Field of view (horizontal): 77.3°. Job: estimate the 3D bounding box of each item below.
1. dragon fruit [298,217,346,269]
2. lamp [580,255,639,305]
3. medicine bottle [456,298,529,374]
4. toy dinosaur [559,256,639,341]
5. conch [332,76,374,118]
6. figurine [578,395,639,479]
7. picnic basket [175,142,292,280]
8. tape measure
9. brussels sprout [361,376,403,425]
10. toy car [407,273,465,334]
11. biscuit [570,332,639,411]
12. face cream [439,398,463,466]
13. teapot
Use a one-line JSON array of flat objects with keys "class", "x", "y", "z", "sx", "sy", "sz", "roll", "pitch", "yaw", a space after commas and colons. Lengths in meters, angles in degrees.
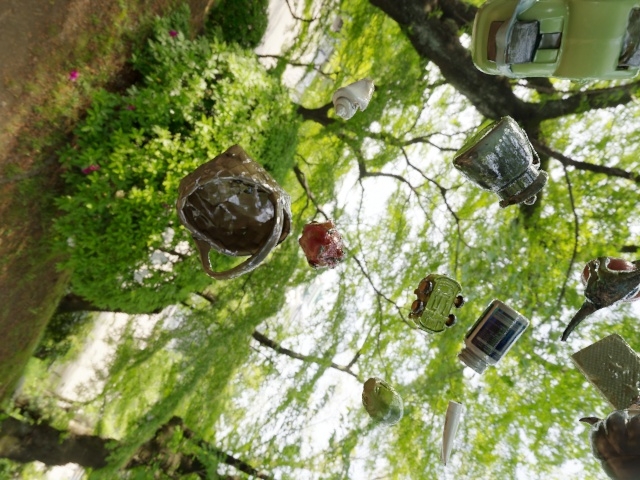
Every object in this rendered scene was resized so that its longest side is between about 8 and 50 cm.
[{"class": "dragon fruit", "x": 0.019, "y": 0.011, "z": 1.593, "sx": 0.198, "sy": 0.200, "sz": 0.269, "roll": -58, "pitch": 175, "yaw": 10}, {"class": "lamp", "x": 0.915, "y": 0.132, "z": 1.252, "sx": 0.140, "sy": 0.182, "sz": 0.182, "roll": -60, "pitch": -174, "yaw": -13}, {"class": "medicine bottle", "x": 0.455, "y": 0.259, "z": 1.070, "sx": 0.191, "sy": 0.107, "sz": 0.107, "roll": -55, "pitch": -173, "yaw": 6}, {"class": "toy dinosaur", "x": 0.654, "y": 0.103, "z": 0.893, "sx": 0.147, "sy": 0.077, "sz": 0.362, "roll": -59, "pitch": 172, "yaw": -37}, {"class": "conch", "x": 0.108, "y": -0.443, "z": 1.247, "sx": 0.176, "sy": 0.094, "sz": 0.104, "roll": -35, "pitch": -168, "yaw": -28}, {"class": "figurine", "x": 0.657, "y": 0.407, "z": 0.801, "sx": 0.175, "sy": 0.265, "sz": 0.197, "roll": -66, "pitch": -148, "yaw": 34}, {"class": "picnic basket", "x": -0.223, "y": -0.037, "z": 1.087, "sx": 0.293, "sy": 0.337, "sz": 0.337, "roll": -28, "pitch": -163, "yaw": 19}, {"class": "tape measure", "x": 0.267, "y": -0.245, "z": 0.459, "sx": 0.200, "sy": 0.176, "sz": 0.106, "roll": -57, "pitch": 148, "yaw": -48}, {"class": "brussels sprout", "x": 0.197, "y": 0.523, "z": 1.292, "sx": 0.117, "sy": 0.155, "sz": 0.155, "roll": -43, "pitch": 179, "yaw": -23}, {"class": "toy car", "x": 0.458, "y": 0.251, "z": 1.637, "sx": 0.247, "sy": 0.201, "sz": 0.142, "roll": -63, "pitch": -162, "yaw": -3}, {"class": "biscuit", "x": 0.823, "y": 0.387, "z": 1.075, "sx": 0.150, "sy": 0.052, "sz": 0.252, "roll": -26, "pitch": -130, "yaw": 3}, {"class": "face cream", "x": 0.518, "y": 0.769, "z": 1.610, "sx": 0.092, "sy": 0.058, "sz": 0.243, "roll": 76, "pitch": 32, "yaw": -76}, {"class": "teapot", "x": 0.608, "y": -0.240, "z": 1.324, "sx": 0.223, "sy": 0.285, "sz": 0.305, "roll": -40, "pitch": -176, "yaw": 30}]
